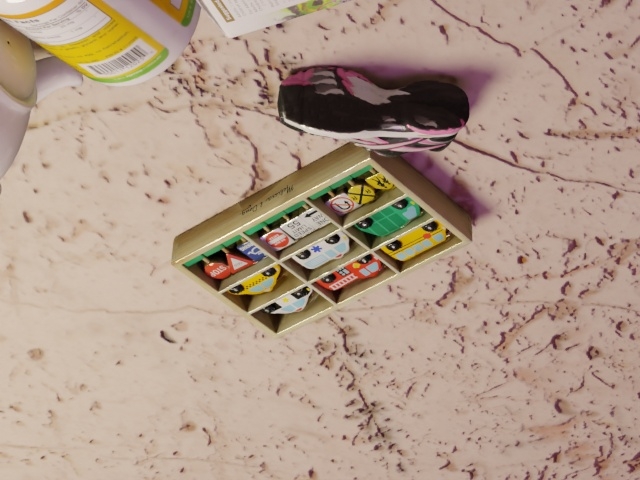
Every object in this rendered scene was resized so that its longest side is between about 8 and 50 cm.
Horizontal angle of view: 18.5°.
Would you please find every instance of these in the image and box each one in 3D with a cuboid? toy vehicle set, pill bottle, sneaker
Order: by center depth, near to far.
[{"bbox_3d":[-0.212,-0.229,1.587,0.136,0.136,0.245,-17,155,22],"label":"pill bottle"},{"bbox_3d":[0.046,-0.107,1.834,0.178,0.072,0.077,9,152,0],"label":"sneaker"},{"bbox_3d":[0.000,0.000,1.992,0.267,0.035,0.166,-28,132,31],"label":"toy vehicle set"}]

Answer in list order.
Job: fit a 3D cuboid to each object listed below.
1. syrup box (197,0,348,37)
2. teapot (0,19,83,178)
[{"bbox_3d":[0.007,-0.260,1.623,0.237,0.093,0.096,-16,138,21],"label":"syrup box"},{"bbox_3d":[-0.331,-0.152,1.677,0.187,0.256,0.252,-32,116,11],"label":"teapot"}]
